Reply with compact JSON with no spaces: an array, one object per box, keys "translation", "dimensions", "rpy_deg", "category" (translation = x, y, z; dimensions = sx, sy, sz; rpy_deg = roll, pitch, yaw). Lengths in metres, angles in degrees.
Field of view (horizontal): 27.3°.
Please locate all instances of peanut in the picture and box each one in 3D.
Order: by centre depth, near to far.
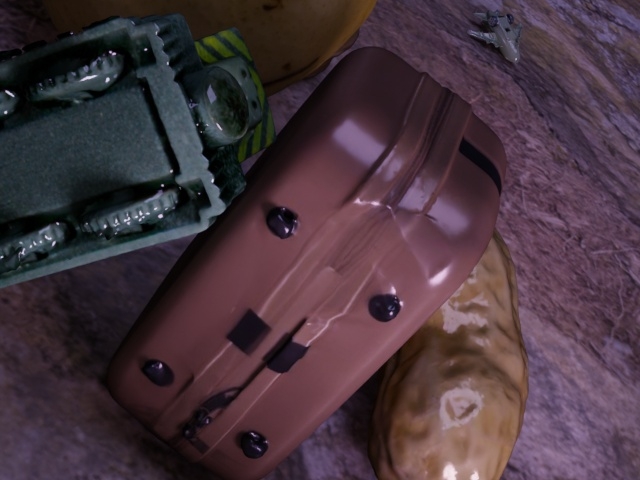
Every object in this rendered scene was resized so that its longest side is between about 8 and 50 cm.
[{"translation":[0.094,0.088,1.054],"dimensions":[0.147,0.147,0.305],"rpy_deg":[16,49,-26],"category":"peanut"}]

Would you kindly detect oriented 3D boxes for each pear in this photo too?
[{"translation":[-0.090,-0.261,1.131],"dimensions":[0.309,0.309,0.309],"rpy_deg":[21,41,-20],"category":"pear"}]

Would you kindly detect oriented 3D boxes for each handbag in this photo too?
[{"translation":[0.000,0.000,0.940],"dimensions":[0.149,0.302,0.283],"rpy_deg":[35,32,-7],"category":"handbag"}]

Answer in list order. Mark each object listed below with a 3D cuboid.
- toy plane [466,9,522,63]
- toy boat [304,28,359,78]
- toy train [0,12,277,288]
[{"translation":[0.216,-0.245,1.560],"dimensions":[0.080,0.033,0.083],"rpy_deg":[-11,59,-31],"category":"toy plane"},{"translation":[-0.024,-0.234,1.340],"dimensions":[0.116,0.061,0.188],"rpy_deg":[18,42,-26],"category":"toy boat"},{"translation":[-0.175,-0.058,0.857],"dimensions":[0.178,0.330,0.138],"rpy_deg":[-38,111,-60],"category":"toy train"}]
